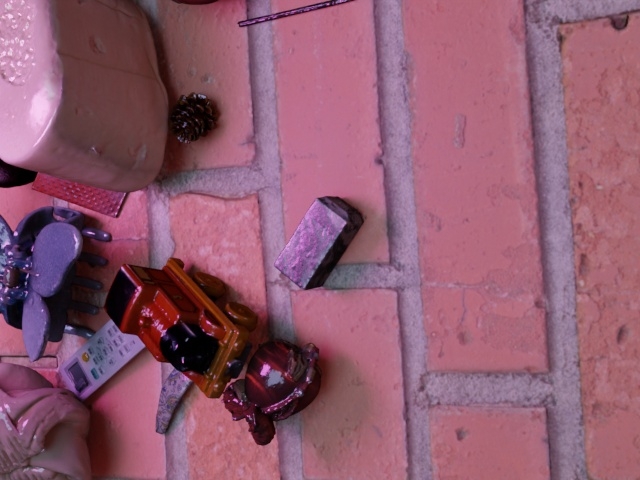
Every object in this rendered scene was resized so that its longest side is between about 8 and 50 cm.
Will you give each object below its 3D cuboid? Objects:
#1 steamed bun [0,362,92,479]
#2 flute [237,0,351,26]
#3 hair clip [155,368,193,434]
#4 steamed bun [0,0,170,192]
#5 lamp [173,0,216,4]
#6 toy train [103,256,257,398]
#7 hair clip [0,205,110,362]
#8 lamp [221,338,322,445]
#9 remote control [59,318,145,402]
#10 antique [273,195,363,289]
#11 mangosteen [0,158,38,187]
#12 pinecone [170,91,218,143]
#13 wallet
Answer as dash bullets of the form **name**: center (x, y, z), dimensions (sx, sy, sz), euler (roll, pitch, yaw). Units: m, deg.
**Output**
- **steamed bun**: center (-0.693, 0.414, 1.993), dimensions (0.368, 0.342, 0.255), euler (-3, 46, 9)
- **flute**: center (-0.054, -0.470, 1.805), dimensions (0.270, 0.014, 0.014), euler (-6, 89, 26)
- **hair clip**: center (-0.320, 0.335, 1.945), dimensions (0.066, 0.036, 0.229), euler (35, 106, 27)
- **steamed bun**: center (-0.523, -0.329, 1.838), dimensions (0.290, 0.371, 0.455), euler (-18, 71, 29)
- **lamp**: center (-0.277, -0.617, 1.754), dimensions (0.257, 0.303, 0.303), euler (-45, 71, -9)
- **toy train**: center (-0.291, 0.161, 1.802), dimensions (0.369, 0.232, 0.163), euler (39, 110, 45)
- **hair clip**: center (-0.628, 0.078, 1.973), dimensions (0.392, 0.238, 0.318), euler (13, 98, 25)
- **lamp**: center (-0.098, 0.283, 1.772), dimensions (0.223, 0.215, 0.151), euler (-35, 111, -9)
- **remote control**: center (-0.487, 0.259, 2.017), dimensions (0.293, 0.051, 0.103), euler (-39, 75, 25)
- **antique**: center (0.000, 0.000, 1.754), dimensions (0.086, 0.088, 0.183), euler (38, 106, 19)
- **mangosteen**: center (-0.722, -0.256, 1.979), dimensions (0.233, 0.288, 0.287), euler (-3, 90, 34)
- **pinecone**: center (-0.273, -0.254, 1.872), dimensions (0.102, 0.102, 0.109), euler (4, 59, 25)
- **wallet**: center (-0.535, -0.125, 1.972), dimensions (0.103, 0.197, 0.020), euler (-63, 23, 17)
